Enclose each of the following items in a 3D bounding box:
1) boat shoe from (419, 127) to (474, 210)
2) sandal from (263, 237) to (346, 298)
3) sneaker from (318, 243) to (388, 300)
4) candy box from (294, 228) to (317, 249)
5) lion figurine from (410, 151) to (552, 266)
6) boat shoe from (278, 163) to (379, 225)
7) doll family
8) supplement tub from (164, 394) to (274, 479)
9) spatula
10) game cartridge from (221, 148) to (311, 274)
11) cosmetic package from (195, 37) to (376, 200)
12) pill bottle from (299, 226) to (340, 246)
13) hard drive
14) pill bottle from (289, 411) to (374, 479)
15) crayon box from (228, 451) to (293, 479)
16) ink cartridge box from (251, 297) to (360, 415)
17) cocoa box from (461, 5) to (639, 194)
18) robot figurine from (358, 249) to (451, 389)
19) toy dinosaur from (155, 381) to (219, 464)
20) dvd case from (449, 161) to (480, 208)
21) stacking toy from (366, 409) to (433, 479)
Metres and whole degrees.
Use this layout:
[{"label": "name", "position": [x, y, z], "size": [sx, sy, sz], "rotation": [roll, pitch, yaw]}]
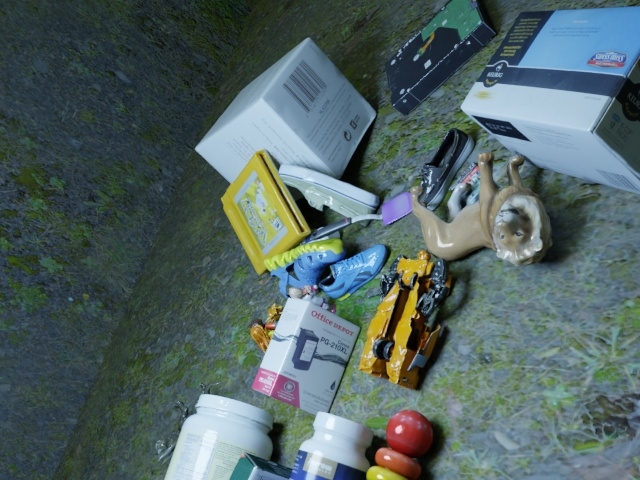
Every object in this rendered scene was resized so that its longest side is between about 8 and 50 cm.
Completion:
[{"label": "boat shoe", "position": [0.281, -0.169, 1.541], "size": [0.229, 0.076, 0.080], "rotation": [-55, 29, 8]}, {"label": "sandal", "position": [-0.033, 0.079, 1.769], "size": [0.317, 0.126, 0.138], "rotation": [-24, 80, 54]}, {"label": "sneaker", "position": [0.081, 0.074, 1.634], "size": [0.209, 0.082, 0.069], "rotation": [-42, 31, 27]}, {"label": "candy box", "position": [-0.082, 0.033, 1.987], "size": [0.206, 0.027, 0.105], "rotation": [-18, 54, 52]}, {"label": "lion figurine", "position": [0.319, -0.034, 1.324], "size": [0.392, 0.142, 0.240], "rotation": [146, 127, -63]}, {"label": "boat shoe", "position": [0.012, -0.129, 1.763], "size": [0.302, 0.109, 0.094], "rotation": [21, 90, 18]}, {"label": "doll family", "position": [-0.087, 0.226, 1.673], "size": [0.263, 0.163, 0.118], "rotation": [-42, 33, 30]}, {"label": "supplement tub", "position": [-0.251, 0.563, 1.553], "size": [0.235, 0.235, 0.325], "rotation": [-18, 49, 51]}, {"label": "spatula", "position": [0.106, -0.055, 1.685], "size": [0.296, 0.030, 0.084], "rotation": [-18, 43, 17]}, {"label": "game cartridge", "position": [-0.179, -0.075, 1.933], "size": [0.285, 0.052, 0.323], "rotation": [61, 143, 9]}, {"label": "cosmetic package", "position": [-0.107, -0.343, 1.997], "size": [0.393, 0.327, 0.329], "rotation": [-21, 32, 49]}, {"label": "pill bottle", "position": [0.000, 0.000, 1.844], "size": [0.120, 0.067, 0.067], "rotation": [-25, 44, 47]}, {"label": "hard drive", "position": [0.330, -0.540, 1.819], "size": [0.339, 0.064, 0.237], "rotation": [-41, 34, 32]}, {"label": "pill bottle", "position": [0.012, 0.492, 1.282], "size": [0.153, 0.153, 0.265], "rotation": [-11, 55, 55]}, {"label": "crayon box", "position": [-0.143, 0.633, 1.350], "size": [0.319, 0.202, 0.081], "rotation": [-63, 28, -6]}, {"label": "ink cartridge box", "position": [-0.031, 0.278, 1.529], "size": [0.100, 0.172, 0.237], "rotation": [0, 64, 58]}, {"label": "cocoa box", "position": [0.476, -0.256, 1.144], "size": [0.228, 0.231, 0.347], "rotation": [-58, 28, 2]}, {"label": "robot figurine", "position": [0.187, 0.161, 1.371], "size": [0.211, 0.085, 0.291], "rotation": [6, 72, 59]}, {"label": "toy dinosaur", "position": [-0.364, 0.535, 1.919], "size": [0.313, 0.121, 0.160], "rotation": [-40, 46, 25]}, {"label": "dvd case", "position": [0.345, -0.119, 1.458], "size": [0.087, 0.013, 0.119], "rotation": [-49, 30, 20]}, {"label": "stacking toy", "position": [0.123, 0.472, 1.174], "size": [0.141, 0.141, 0.330], "rotation": [-6, 52, 56]}]
